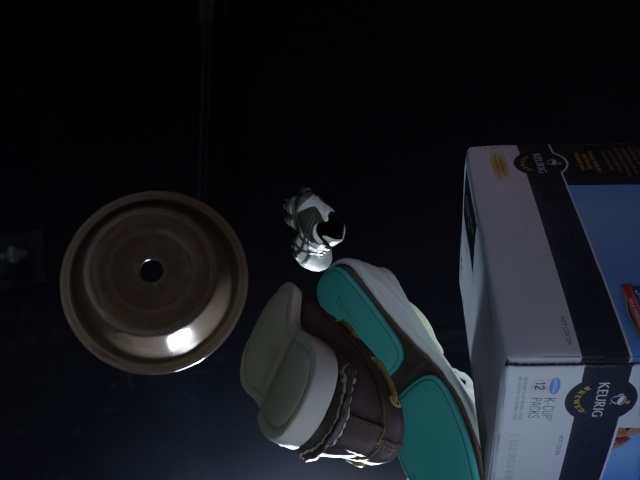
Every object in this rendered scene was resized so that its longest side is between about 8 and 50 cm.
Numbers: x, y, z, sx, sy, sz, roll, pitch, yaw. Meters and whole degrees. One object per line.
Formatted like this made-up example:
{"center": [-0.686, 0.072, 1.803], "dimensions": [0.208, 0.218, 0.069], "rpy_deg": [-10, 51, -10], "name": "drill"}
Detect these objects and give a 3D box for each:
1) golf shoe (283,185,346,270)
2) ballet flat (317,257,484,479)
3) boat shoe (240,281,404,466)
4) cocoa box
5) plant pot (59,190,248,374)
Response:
{"center": [0.000, 0.000, 1.067], "dimensions": [0.094, 0.077, 0.198], "rpy_deg": [27, -25, 30], "name": "golf shoe"}
{"center": [0.137, 0.183, 0.832], "dimensions": [0.139, 0.139, 0.400], "rpy_deg": [-50, -124, 32], "name": "ballet flat"}
{"center": [-0.009, 0.123, 0.623], "dimensions": [0.097, 0.324, 0.116], "rpy_deg": [27, -90, -13], "name": "boat shoe"}
{"center": [0.284, 0.074, 0.684], "dimensions": [0.228, 0.347, 0.231], "rpy_deg": [-1, -52, 7], "name": "cocoa box"}
{"center": [-0.218, 0.049, 0.817], "dimensions": [0.229, 0.263, 0.263], "rpy_deg": [149, -77, -77], "name": "plant pot"}
